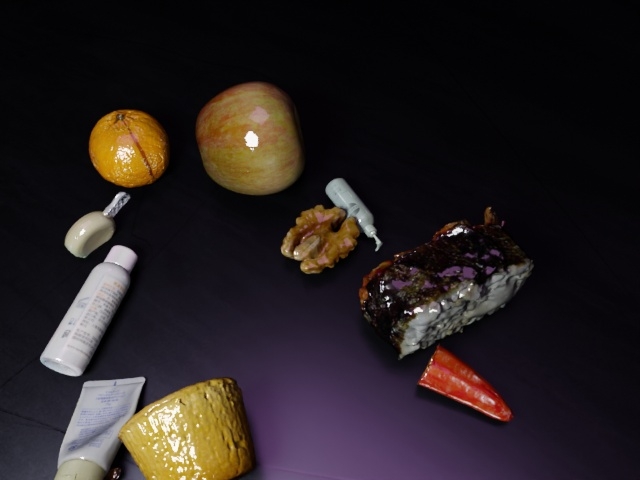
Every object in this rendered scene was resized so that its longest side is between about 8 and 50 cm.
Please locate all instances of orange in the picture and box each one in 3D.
[{"bbox_3d":[-0.452,-0.222,1.207,0.194,0.161,0.193,-2,58,3],"label":"orange"}]

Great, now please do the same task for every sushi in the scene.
[{"bbox_3d":[0.244,0.069,0.962,0.344,0.196,0.181,-25,64,-16],"label":"sushi"}]

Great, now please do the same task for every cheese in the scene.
[{"bbox_3d":[-0.481,-0.035,1.115,0.048,0.092,0.171,41,70,10],"label":"cheese"}]

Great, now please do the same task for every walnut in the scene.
[{"bbox_3d":[0.000,0.000,1.093,0.170,0.069,0.143,-39,63,-22],"label":"walnut"}]

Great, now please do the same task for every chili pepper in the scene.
[{"bbox_3d":[0.263,0.265,0.901,0.169,0.064,0.088,30,61,17],"label":"chili pepper"}]

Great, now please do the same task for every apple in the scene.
[{"bbox_3d":[-0.156,-0.226,1.148,0.234,0.256,0.256,-7,54,1],"label":"apple"}]

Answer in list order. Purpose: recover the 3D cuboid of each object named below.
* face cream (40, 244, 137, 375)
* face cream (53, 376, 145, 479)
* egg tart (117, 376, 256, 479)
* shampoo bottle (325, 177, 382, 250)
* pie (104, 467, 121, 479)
[{"bbox_3d":[-0.441,0.127,1.000,0.082,0.081,0.268,10,54,8],"label":"face cream"},{"bbox_3d":[-0.376,0.325,0.858,0.114,0.070,0.224,-4,34,0],"label":"face cream"},{"bbox_3d":[-0.199,0.322,0.795,0.203,0.202,0.147,-21,68,-14],"label":"egg tart"},{"bbox_3d":[0.083,-0.060,1.143,0.056,0.056,0.195,-26,57,-17],"label":"shampoo bottle"},{"bbox_3d":[-0.395,0.443,0.797,0.088,0.033,0.191,8,46,21],"label":"pie"}]
